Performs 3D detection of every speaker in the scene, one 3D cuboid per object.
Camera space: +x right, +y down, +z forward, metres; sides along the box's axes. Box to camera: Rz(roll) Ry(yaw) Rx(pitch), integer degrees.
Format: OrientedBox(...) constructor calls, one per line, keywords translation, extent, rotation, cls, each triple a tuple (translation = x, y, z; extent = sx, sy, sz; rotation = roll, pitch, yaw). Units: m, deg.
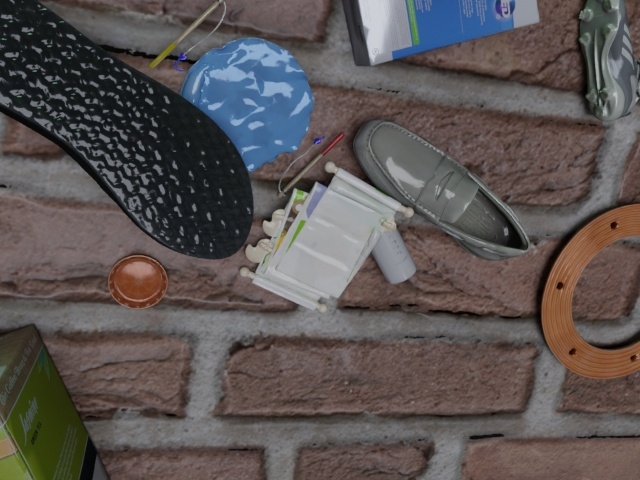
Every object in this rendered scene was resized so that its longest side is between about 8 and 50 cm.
OrientedBox(translation=(0.099, 0.000, 0.898), extent=(0.055, 0.055, 0.136), rotation=(-32, 111, -4), cls="speaker")

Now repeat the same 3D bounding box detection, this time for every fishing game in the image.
OrientedBox(translation=(-0.102, -0.185, 0.805), extent=(0.189, 0.041, 0.264), rotation=(-45, 116, 9), cls="fishing game")

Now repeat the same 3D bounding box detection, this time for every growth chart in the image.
OrientedBox(translation=(0.000, 0.000, 0.856), extent=(0.172, 0.021, 0.237), rotation=(34, 108, -12), cls="growth chart")

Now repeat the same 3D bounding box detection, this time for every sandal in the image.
OrientedBox(translation=(-0.264, -0.145, 0.734), extent=(0.446, 0.107, 0.167), rotation=(41, 75, -21), cls="sandal")

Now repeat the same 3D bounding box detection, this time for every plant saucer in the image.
OrientedBox(translation=(-0.267, 0.060, 0.845), extent=(0.083, 0.013, 0.083), rotation=(-4, 107, -12), cls="plant saucer")

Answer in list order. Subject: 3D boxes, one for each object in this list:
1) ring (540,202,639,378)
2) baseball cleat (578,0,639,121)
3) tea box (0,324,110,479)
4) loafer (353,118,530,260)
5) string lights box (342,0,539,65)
OrientedBox(translation=(0.546, 0.095, 1.050), extent=(0.336, 0.032, 0.336), rotation=(-3, 106, -12), cls="ring")
OrientedBox(translation=(0.463, -0.295, 0.909), extent=(0.109, 0.072, 0.206), rotation=(-17, 112, -26), cls="baseball cleat")
OrientedBox(translation=(-0.496, 0.338, 0.756), extent=(0.329, 0.220, 0.323), rotation=(-20, 109, -8), cls="tea box")
OrientedBox(translation=(0.189, -0.075, 0.863), extent=(0.319, 0.111, 0.112), rotation=(32, 83, -21), cls="loafer")
OrientedBox(translation=(0.167, -0.341, 0.807), extent=(0.259, 0.077, 0.133), rotation=(-17, 109, -9), cls="string lights box")
